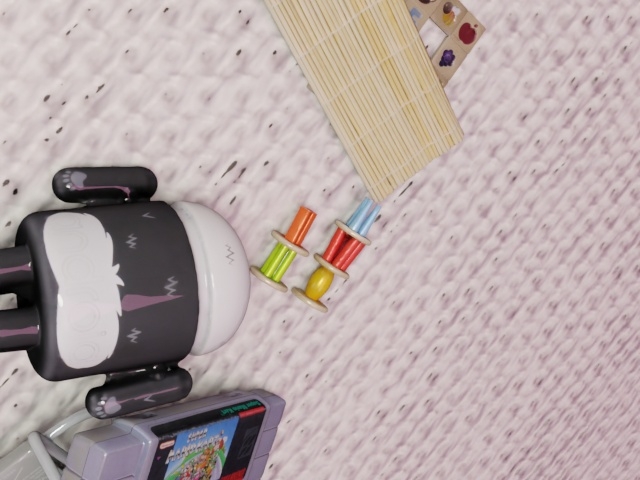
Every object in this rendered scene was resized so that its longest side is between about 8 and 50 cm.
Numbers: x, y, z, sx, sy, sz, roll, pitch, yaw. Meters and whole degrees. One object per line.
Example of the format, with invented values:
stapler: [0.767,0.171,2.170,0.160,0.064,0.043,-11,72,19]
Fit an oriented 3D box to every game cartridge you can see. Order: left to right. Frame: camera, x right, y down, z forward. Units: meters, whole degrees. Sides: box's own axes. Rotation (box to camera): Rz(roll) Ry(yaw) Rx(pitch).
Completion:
game cartridge: [-0.166,0.290,1.032,0.355,0.068,0.230,2,112,-64]

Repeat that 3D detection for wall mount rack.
wall mount rack: [-0.328,0.353,1.039,0.350,0.130,0.304,-37,150,-10]

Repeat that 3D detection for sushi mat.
sushi mat: [0.057,-0.200,1.071,0.151,0.019,0.316,-38,125,-9]

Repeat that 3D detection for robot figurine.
robot figurine: [-0.209,0.049,0.944,0.278,0.173,0.209,-7,121,-28]

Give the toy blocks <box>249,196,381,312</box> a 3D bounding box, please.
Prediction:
toy blocks: [0.000,0.000,1.114,0.123,0.054,0.148,30,94,-37]

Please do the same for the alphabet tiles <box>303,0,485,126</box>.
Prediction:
alphabet tiles: [0.068,-0.236,1.078,0.237,0.009,0.198,35,91,-36]
